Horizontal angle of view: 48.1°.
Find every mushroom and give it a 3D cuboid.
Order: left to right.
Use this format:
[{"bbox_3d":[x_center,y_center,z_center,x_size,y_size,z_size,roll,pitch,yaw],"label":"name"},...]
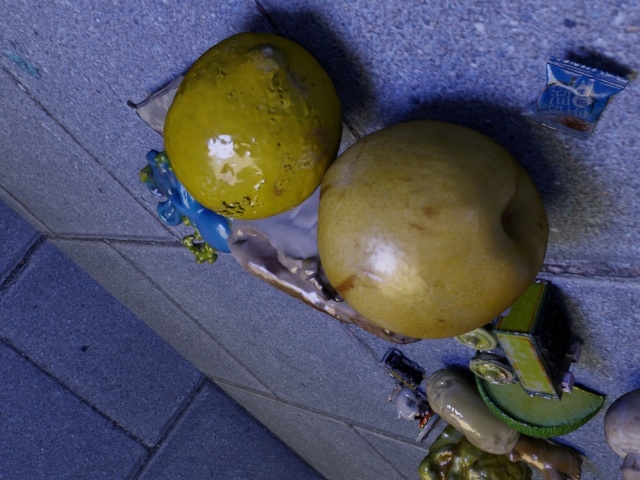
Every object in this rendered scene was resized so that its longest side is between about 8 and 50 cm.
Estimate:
[{"bbox_3d":[0.018,0.016,1.338,0.314,0.224,0.397,34,168,-36],"label":"mushroom"},{"bbox_3d":[0.608,0.354,1.209,0.255,0.184,0.254,31,145,25],"label":"mushroom"}]

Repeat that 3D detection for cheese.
[{"bbox_3d":[0.340,0.387,1.624,0.226,0.117,0.214,37,177,-7],"label":"cheese"}]

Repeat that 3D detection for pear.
[{"bbox_3d":[0.141,-0.016,0.975,0.314,0.314,0.314,28,155,14],"label":"pear"}]

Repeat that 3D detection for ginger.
[{"bbox_3d":[0.482,0.483,1.715,0.299,0.118,0.065,32,142,25],"label":"ginger"}]

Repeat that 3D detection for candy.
[{"bbox_3d":[0.287,-0.161,0.828,0.088,0.038,0.136,17,161,6],"label":"candy"}]

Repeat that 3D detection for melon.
[{"bbox_3d":[0.431,0.345,1.483,0.265,0.129,0.169,20,155,28],"label":"melon"}]

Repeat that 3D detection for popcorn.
[{"bbox_3d":[0.399,0.569,1.806,0.250,0.241,0.235,9,143,38],"label":"popcorn"}]

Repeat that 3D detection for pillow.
[{"bbox_3d":[-0.247,-0.235,1.340,0.169,0.059,0.255,46,152,-25],"label":"pillow"}]

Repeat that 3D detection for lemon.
[{"bbox_3d":[-0.096,-0.163,1.035,0.258,0.258,0.310,34,149,1],"label":"lemon"}]

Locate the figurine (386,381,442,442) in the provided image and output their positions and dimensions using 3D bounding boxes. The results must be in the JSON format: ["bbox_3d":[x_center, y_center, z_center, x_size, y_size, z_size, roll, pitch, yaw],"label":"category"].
[{"bbox_3d":[0.249,0.454,1.944,0.154,0.132,0.132,39,159,22],"label":"figurine"}]

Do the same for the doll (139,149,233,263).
[{"bbox_3d":[-0.273,-0.080,1.645,0.341,0.099,0.346,49,150,-2],"label":"doll"}]

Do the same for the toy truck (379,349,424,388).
[{"bbox_3d":[0.208,0.328,1.822,0.123,0.052,0.063,37,162,-10],"label":"toy truck"}]

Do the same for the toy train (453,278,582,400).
[{"bbox_3d":[0.340,0.163,1.255,0.178,0.134,0.261,2,142,37],"label":"toy train"}]
